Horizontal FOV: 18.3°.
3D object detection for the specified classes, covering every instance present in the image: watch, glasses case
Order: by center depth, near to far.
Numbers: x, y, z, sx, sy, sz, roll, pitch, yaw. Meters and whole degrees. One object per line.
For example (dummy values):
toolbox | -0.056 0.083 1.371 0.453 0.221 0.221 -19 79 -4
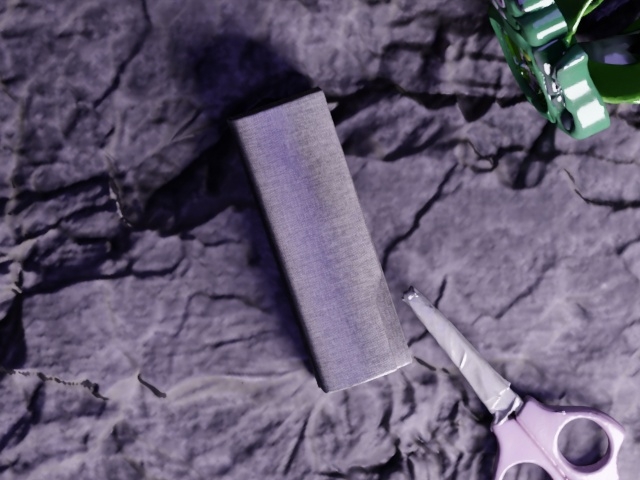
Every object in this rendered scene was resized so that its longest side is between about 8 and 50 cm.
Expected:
watch | 0.195 -0.160 1.339 0.152 0.131 0.165 -29 136 -3
glasses case | 0.000 0.000 1.396 0.071 0.047 0.205 -19 98 -5

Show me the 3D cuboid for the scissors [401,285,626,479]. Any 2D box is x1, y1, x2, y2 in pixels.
scissors | 0.128 0.113 1.436 0.110 0.021 0.212 -40 99 2
